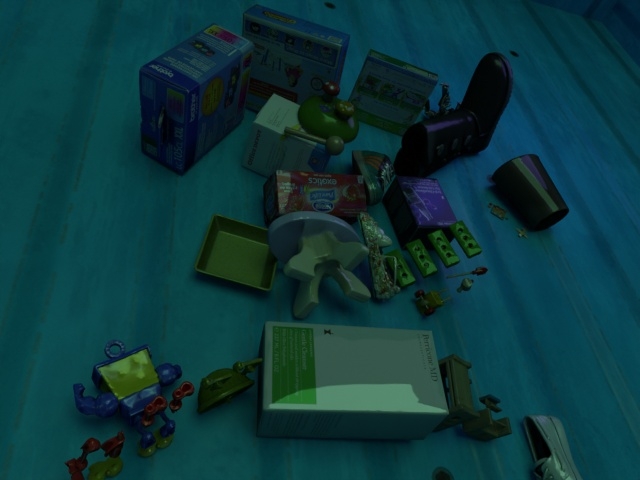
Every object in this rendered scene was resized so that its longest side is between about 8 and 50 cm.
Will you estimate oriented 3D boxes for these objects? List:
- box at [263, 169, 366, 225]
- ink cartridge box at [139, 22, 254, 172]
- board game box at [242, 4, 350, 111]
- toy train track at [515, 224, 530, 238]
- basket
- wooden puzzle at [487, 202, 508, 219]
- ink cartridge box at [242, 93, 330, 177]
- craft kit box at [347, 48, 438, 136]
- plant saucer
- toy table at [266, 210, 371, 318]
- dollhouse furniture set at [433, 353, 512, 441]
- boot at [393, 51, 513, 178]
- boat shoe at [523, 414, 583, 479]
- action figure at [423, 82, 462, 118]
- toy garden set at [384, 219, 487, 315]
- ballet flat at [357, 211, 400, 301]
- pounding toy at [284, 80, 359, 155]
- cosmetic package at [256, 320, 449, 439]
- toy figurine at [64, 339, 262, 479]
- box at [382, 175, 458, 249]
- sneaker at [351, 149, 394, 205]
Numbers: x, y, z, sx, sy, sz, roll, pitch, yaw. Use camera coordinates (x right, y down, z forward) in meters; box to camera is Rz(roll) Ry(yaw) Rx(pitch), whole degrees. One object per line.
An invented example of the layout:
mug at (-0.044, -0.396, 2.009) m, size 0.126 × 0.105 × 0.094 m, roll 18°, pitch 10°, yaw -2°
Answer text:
box at (-0.016, -0.108, 1.400) m, size 0.256 × 0.128 × 0.123 m, roll 1°, pitch 78°, yaw -23°
ink cartridge box at (-0.351, -0.377, 1.407) m, size 0.151 × 0.270 × 0.395 m, roll 28°, pitch 47°, yaw 8°
board game box at (-0.090, -0.518, 1.584) m, size 0.308 × 0.302 × 0.086 m, roll 21°, pitch 46°, yaw 7°
toy train track at (0.685, -0.034, 1.731) m, size 0.048 × 0.014 × 0.083 m, roll 43°, pitch 48°, yaw 14°
basket at (0.729, -0.160, 1.768) m, size 0.204 × 0.154 × 0.227 m, roll -7°, pitch 59°, yaw -32°
wooden puzzle at (0.605, -0.097, 1.755) m, size 0.083 × 0.006 × 0.049 m, roll 32°, pitch 47°, yaw 5°
ink cartridge box at (-0.082, -0.278, 1.505) m, size 0.232 × 0.171 × 0.168 m, roll 24°, pitch 46°, yaw -3°
craft kit box at (0.237, -0.497, 1.772) m, size 0.249 × 0.247 × 0.061 m, roll 18°, pitch 45°, yaw -9°
plant saucer at (-0.201, 0.038, 1.278) m, size 0.188 × 0.045 × 0.188 m, roll 17°, pitch 47°, yaw -9°
toy table at (0.008, 0.052, 1.234) m, size 0.274 × 0.252 × 0.161 m, roll 11°, pitch 39°, yaw -29°
dollhouse furniture set at (0.320, 0.372, 1.186) m, size 0.183 × 0.129 × 0.129 m, roll 32°, pitch 41°, yaw -29°
boot at (0.442, -0.414, 1.724) m, size 0.445 × 0.367 × 0.146 m, roll -23°, pitch 40°, yaw -35°
boat shoe at (0.519, 0.516, 1.161) m, size 0.084 × 0.095 × 0.258 m, roll 10°, pitch 38°, yaw -9°
action figure at (0.445, -0.507, 1.942) m, size 0.275 × 0.141 × 0.164 m, roll 12°, pitch 37°, yaw -11°
toy garden set at (0.327, 0.081, 1.409) m, size 0.244 × 0.049 × 0.204 m, roll -23°, pitch 62°, yaw -6°
ballet flat at (0.157, 0.037, 1.346) m, size 0.091 × 0.077 × 0.241 m, roll -17°, pitch 95°, yaw -76°
pounding toy at (0.029, -0.354, 1.423) m, size 0.182 × 0.110 × 0.237 m, roll 28°, pitch 44°, yaw 1°
cosmetic package at (0.056, 0.295, 1.077) m, size 0.365 × 0.155 × 0.197 m, roll 3°, pitch 50°, yaw -10°
toy figurine at (-0.318, 0.250, 0.965) m, size 0.362 × 0.191 × 0.217 m, roll -21°, pitch 58°, yaw -36°
box at (0.298, -0.082, 1.545) m, size 0.153 × 0.108 × 0.207 m, roll 0°, pitch 52°, yaw -24°
sneaker at (0.165, -0.198, 1.524) m, size 0.121 × 0.108 × 0.302 m, roll -6°, pitch 31°, yaw 0°
